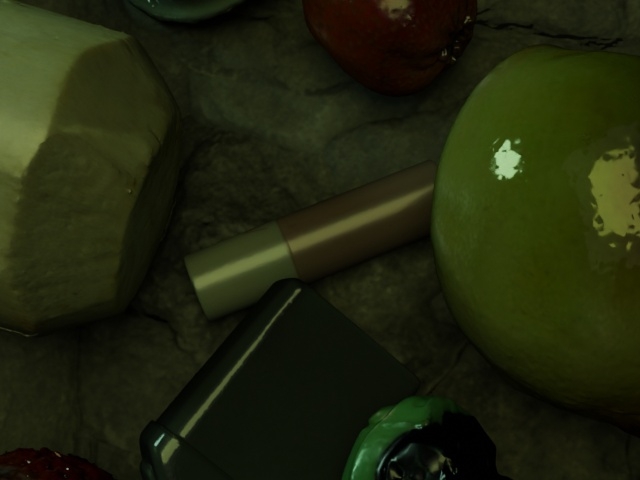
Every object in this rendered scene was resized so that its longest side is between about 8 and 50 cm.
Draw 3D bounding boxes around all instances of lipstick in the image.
[{"bbox_3d":[0.000,0.000,1.110,0.255,0.070,0.070,-22,74,-4],"label":"lipstick"}]

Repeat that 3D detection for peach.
[{"bbox_3d":[0.246,-0.009,0.995,0.314,0.281,0.315,20,85,2],"label":"peach"}]

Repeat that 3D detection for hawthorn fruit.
[{"bbox_3d":[0.028,-0.266,1.154,0.165,0.165,0.285,-41,68,-9],"label":"hawthorn fruit"}]

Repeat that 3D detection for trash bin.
[{"bbox_3d":[-0.044,0.170,1.027,0.177,0.101,0.236,40,76,-8],"label":"trash bin"}]

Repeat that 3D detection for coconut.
[{"bbox_3d":[-0.284,-0.072,1.036,0.323,0.323,0.322,-1,74,3],"label":"coconut"}]

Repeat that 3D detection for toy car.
[{"bbox_3d":[0.061,0.312,0.951,0.177,0.213,0.358,-3,71,24],"label":"toy car"}]

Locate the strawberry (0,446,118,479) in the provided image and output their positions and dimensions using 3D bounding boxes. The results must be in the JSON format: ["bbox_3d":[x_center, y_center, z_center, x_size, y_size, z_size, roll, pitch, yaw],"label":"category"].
[{"bbox_3d":[-0.263,0.292,0.945,0.274,0.220,0.274,2,68,-6],"label":"strawberry"}]

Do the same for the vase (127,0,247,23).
[{"bbox_3d":[-0.183,-0.351,1.078,0.245,0.291,0.244,-2,85,25],"label":"vase"}]
